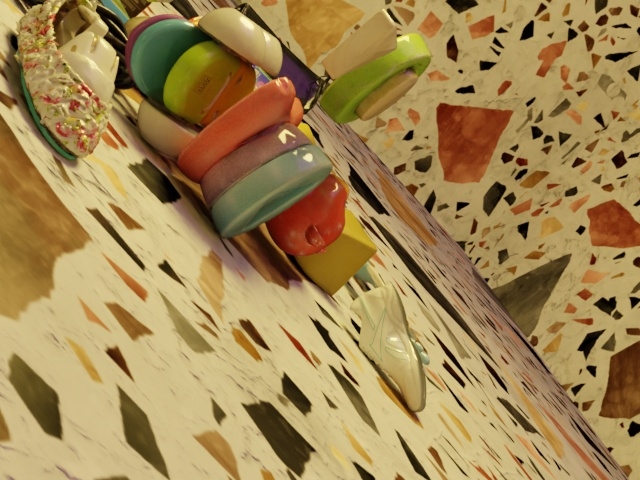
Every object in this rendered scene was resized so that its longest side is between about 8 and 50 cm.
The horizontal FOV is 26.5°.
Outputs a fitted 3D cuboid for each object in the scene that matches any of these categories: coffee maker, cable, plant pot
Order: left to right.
[{"bbox_3d":[-0.248,-0.228,1.394,0.184,0.047,0.150,47,8,-20],"label":"cable"},{"bbox_3d":[-0.086,-0.270,2.064,0.178,0.171,0.120,44,26,-25],"label":"coffee maker"},{"bbox_3d":[0.000,0.000,1.599,0.083,0.081,0.081,31,18,-45],"label":"plant pot"}]

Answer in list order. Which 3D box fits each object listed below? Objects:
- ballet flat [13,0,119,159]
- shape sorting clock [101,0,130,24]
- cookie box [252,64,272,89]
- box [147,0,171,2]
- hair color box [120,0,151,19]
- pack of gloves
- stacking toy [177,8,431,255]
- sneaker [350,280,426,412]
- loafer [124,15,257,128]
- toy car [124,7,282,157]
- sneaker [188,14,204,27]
[{"bbox_3d":[-0.209,-0.152,1.134,0.091,0.077,0.241,45,9,-34],"label":"ballet flat"},{"bbox_3d":[-0.291,-0.315,1.589,0.206,0.040,0.206,52,5,-7],"label":"shape sorting clock"},{"bbox_3d":[-0.093,-0.187,1.914,0.107,0.092,0.040,45,11,-28],"label":"cookie box"},{"bbox_3d":[-0.230,-0.362,1.763,0.109,0.042,0.178,49,8,-5],"label":"box"},{"bbox_3d":[-0.283,-0.357,1.804,0.093,0.053,0.167,45,8,-30],"label":"hair color box"},{"bbox_3d":[0.065,0.069,1.837,0.232,0.046,0.195,58,0,34],"label":"pack of gloves"},{"bbox_3d":[0.014,-0.091,1.403,0.130,0.279,0.309,57,9,7],"label":"stacking toy"},{"bbox_3d":[0.080,0.126,1.542,0.053,0.061,0.152,50,21,-74],"label":"sneaker"},{"bbox_3d":[-0.138,-0.182,1.597,0.268,0.102,0.092,42,17,-43],"label":"loafer"},{"bbox_3d":[-0.135,-0.175,1.395,0.136,0.159,0.182,37,6,9],"label":"toy car"},{"bbox_3d":[-0.170,-0.316,2.222,0.175,0.064,0.067,30,31,-61],"label":"sneaker"}]
